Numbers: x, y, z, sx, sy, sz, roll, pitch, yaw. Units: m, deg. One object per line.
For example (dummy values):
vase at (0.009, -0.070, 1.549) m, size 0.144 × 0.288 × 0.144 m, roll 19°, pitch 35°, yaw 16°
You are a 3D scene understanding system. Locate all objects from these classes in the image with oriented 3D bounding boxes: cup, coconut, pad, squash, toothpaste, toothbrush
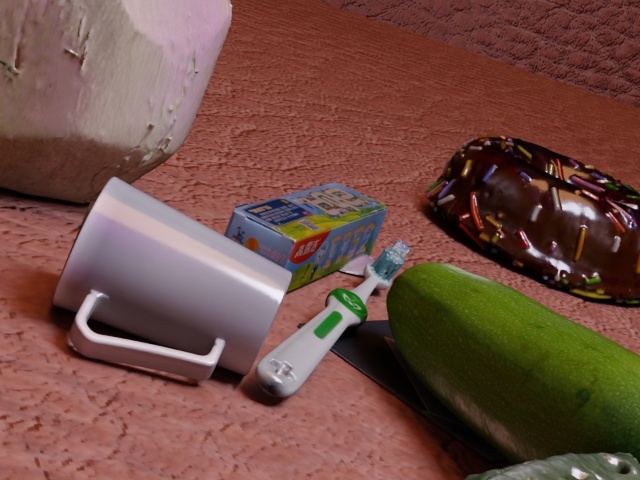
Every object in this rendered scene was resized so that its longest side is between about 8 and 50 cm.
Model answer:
cup at (-0.083, 0.030, 0.698) m, size 0.116 × 0.074 × 0.104 m, roll 26°, pitch 39°, yaw -3°
coconut at (-0.171, -0.155, 0.879) m, size 0.227 × 0.230 × 0.227 m, roll 21°, pitch 15°, yaw -6°
pad at (0.115, 0.089, 0.868) m, size 0.163 × 0.004 × 0.243 m, roll 33°, pitch 18°, yaw 34°
squash at (0.115, 0.077, 0.712) m, size 0.082 × 0.082 × 0.292 m, roll 15°, pitch 8°, yaw -24°
toothpaste at (0.000, 0.000, 0.934) m, size 0.070 × 0.044 × 0.193 m, roll 26°, pitch 16°, yaw 16°
toothbrush at (0.013, 0.045, 0.829) m, size 0.030 × 0.030 × 0.304 m, roll 24°, pitch 18°, yaw 10°

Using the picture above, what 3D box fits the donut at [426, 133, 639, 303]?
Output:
donut at (0.215, -0.027, 1.241) m, size 0.235 × 0.089 × 0.235 m, roll 21°, pitch 17°, yaw -7°

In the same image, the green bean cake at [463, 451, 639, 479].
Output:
green bean cake at (0.121, 0.153, 0.485) m, size 0.181 × 0.094 × 0.173 m, roll 33°, pitch 18°, yaw 34°
